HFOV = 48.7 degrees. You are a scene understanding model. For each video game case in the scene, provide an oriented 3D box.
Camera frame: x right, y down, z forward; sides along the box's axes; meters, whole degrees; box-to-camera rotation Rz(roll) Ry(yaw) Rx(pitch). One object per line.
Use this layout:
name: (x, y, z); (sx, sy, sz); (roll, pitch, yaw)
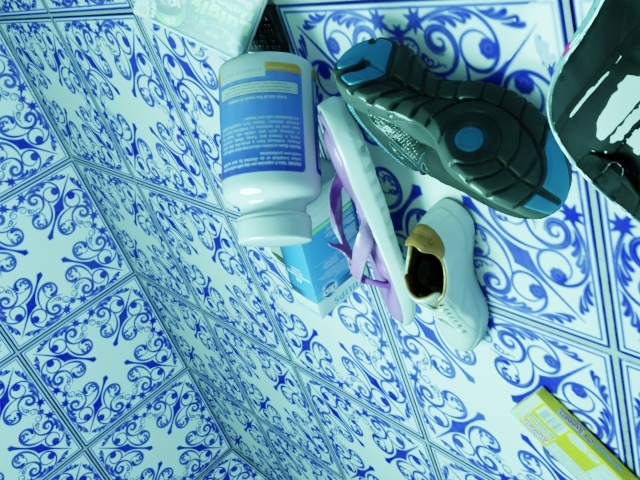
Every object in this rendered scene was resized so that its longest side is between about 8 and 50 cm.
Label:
video game case: (-0.177, -0.375, 1.066); (0.190, 0.022, 0.173); (24, 136, -7)

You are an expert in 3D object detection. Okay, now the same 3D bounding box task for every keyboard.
keyboard: (-0.124, -0.355, 1.152); (0.180, 0.023, 0.108); (19, 138, 48)

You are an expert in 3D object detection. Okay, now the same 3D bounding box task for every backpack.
backpack: (0.309, -0.128, 0.538); (0.225, 0.191, 0.254); (47, 146, 17)

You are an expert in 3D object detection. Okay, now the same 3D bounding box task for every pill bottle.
pill bottle: (-0.076, -0.131, 1.070); (0.152, 0.152, 0.272); (-16, 74, 62)

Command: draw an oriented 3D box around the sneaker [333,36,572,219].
sneaker: (0.166, -0.131, 0.885); (0.341, 0.125, 0.140); (42, 170, 29)

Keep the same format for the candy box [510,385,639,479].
candy box: (0.404, 0.329, 1.128); (0.206, 0.027, 0.105); (46, 155, 15)

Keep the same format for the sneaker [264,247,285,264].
sneaker: (-0.057, -0.044, 1.342); (0.108, 0.100, 0.272); (25, 143, 34)

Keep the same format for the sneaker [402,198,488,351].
sneaker: (0.178, 0.081, 1.087); (0.105, 0.123, 0.290); (23, 142, 42)

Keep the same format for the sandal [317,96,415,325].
sandal: (0.052, -0.031, 1.106); (0.169, 0.102, 0.417); (-109, -1, -58)

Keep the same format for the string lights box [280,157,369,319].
string lights box: (0.000, 0.000, 1.258); (0.076, 0.133, 0.260); (27, 144, 40)
